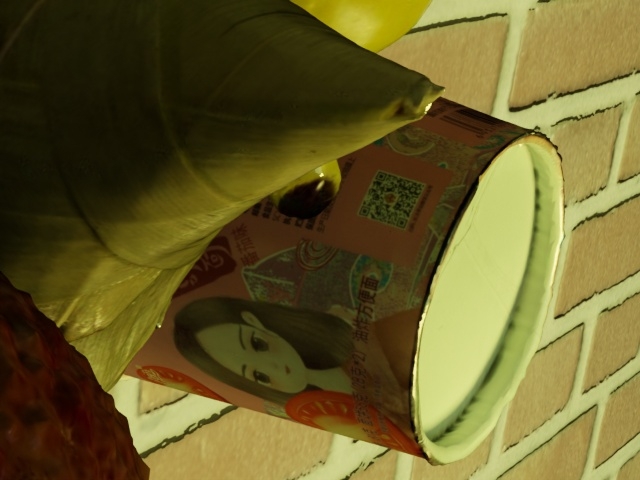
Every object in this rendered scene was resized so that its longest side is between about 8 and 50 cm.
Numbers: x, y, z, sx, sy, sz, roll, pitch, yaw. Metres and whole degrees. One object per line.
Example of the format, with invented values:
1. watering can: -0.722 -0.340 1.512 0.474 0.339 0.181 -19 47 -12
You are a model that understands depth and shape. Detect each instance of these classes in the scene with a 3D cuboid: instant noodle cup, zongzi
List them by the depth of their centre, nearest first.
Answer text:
1. zongzi: -0.073 -0.001 0.766 0.145 0.300 0.274 -32 135 -39
2. instant noodle cup: 0.000 0.000 0.983 0.243 0.231 0.243 -42 141 -46

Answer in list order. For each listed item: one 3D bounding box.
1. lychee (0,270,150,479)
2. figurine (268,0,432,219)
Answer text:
1. lychee: -0.190 0.125 0.698 0.260 0.260 0.260 -40 139 -46
2. figurine: 0.024 -0.195 0.792 0.327 0.169 0.218 -49 -155 43
